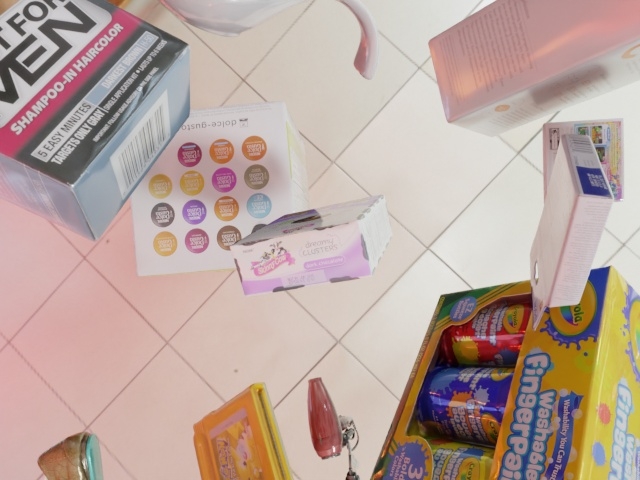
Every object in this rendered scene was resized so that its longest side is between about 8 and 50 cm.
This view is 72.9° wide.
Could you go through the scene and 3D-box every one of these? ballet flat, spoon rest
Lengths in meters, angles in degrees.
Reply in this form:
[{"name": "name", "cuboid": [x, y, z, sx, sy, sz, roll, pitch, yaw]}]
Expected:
[{"name": "ballet flat", "cuboid": [-0.477, 0.551, 0.858, 0.124, 0.116, 0.343, -12, 100, -11]}, {"name": "spoon rest", "cuboid": [-0.051, -0.260, 0.477, 0.276, 0.137, 0.084, 7, 129, -27]}]

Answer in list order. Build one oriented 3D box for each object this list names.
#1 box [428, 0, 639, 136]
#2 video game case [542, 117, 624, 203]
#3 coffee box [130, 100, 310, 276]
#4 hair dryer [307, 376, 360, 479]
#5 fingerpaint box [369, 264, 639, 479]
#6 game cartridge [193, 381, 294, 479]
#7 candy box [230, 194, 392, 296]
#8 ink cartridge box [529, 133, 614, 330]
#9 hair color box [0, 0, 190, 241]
[{"name": "box", "cuboid": [0.404, -0.332, 0.753, 0.345, 0.215, 0.168, -16, 82, 42]}, {"name": "video game case", "cuboid": [0.500, -0.149, 0.826, 0.143, 0.019, 0.157, -2, 93, 5]}, {"name": "coffee box", "cuboid": [-0.207, -0.098, 1.026, 0.337, 0.338, 0.335, -5, 89, 4]}, {"name": "hair dryer", "cuboid": [0.028, 0.488, 1.133, 0.080, 0.223, 0.294, -19, 106, 7]}, {"name": "fingerpaint box", "cuboid": [0.317, 0.286, 0.740, 0.163, 0.371, 0.445, 40, 60, -17]}, {"name": "game cartridge", "cuboid": [-0.191, 0.526, 1.012, 0.323, 0.052, 0.285, -42, 58, 34]}, {"name": "candy box", "cuboid": [0.000, 0.000, 0.584, 0.164, 0.196, 0.070, -10, 101, 19]}, {"name": "ink cartridge box", "cuboid": [0.359, -0.014, 0.640, 0.045, 0.223, 0.224, 10, 126, 18]}, {"name": "hair color box", "cuboid": [-0.335, -0.173, 0.400, 0.374, 0.113, 0.185, 26, 62, -4]}]
